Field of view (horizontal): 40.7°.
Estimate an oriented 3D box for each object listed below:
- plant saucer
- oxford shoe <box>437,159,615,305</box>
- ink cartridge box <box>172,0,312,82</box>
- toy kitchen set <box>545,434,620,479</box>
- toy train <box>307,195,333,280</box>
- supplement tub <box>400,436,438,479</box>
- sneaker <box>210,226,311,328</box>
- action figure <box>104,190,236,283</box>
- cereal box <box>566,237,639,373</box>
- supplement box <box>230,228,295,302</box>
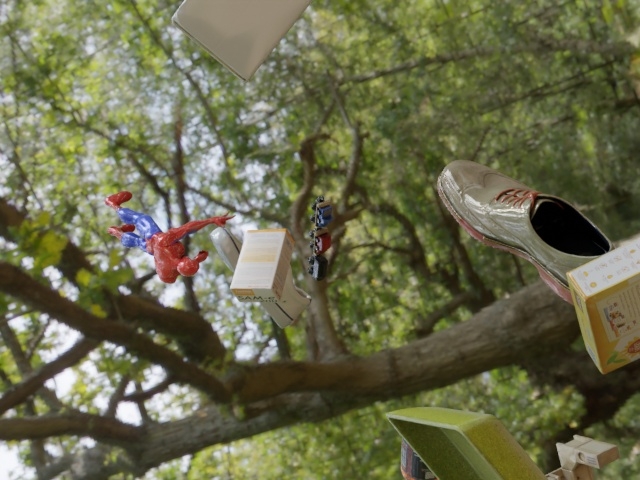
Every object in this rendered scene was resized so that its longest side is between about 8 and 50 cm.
[{"bbox_3d":[0.167,0.231,0.847,0.188,0.045,0.188,50,162,-5],"label":"plant saucer"},{"bbox_3d":[0.311,-0.045,1.294,0.348,0.123,0.130,38,160,34],"label":"oxford shoe"},{"bbox_3d":[-0.072,-0.316,1.074,0.114,0.197,0.273,38,-170,-11],"label":"ink cartridge box"},{"bbox_3d":[0.312,0.288,1.028,0.075,0.068,0.083,-6,100,66],"label":"toy kitchen set"},{"bbox_3d":[0.000,0.000,1.343,0.036,0.027,0.158,45,144,40],"label":"toy train"},{"bbox_3d":[0.233,0.482,1.947,0.106,0.106,0.198,-75,-14,-58],"label":"supplement tub"},{"bbox_3d":[-0.106,0.052,1.580,0.094,0.091,0.258,42,171,50],"label":"sneaker"},{"bbox_3d":[-0.229,-0.010,1.353,0.280,0.139,0.091,34,133,53],"label":"action figure"},{"bbox_3d":[0.396,0.042,0.936,0.173,0.240,0.047,59,-174,-47],"label":"cereal box"},{"bbox_3d":[-0.077,0.034,1.164,0.036,0.062,0.098,62,-146,-49],"label":"supplement box"}]
